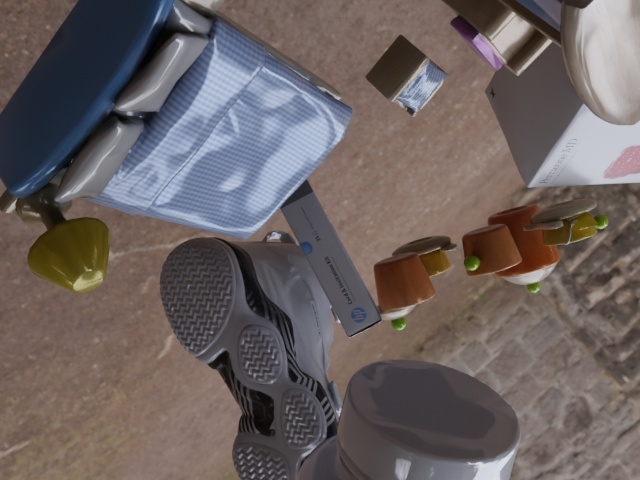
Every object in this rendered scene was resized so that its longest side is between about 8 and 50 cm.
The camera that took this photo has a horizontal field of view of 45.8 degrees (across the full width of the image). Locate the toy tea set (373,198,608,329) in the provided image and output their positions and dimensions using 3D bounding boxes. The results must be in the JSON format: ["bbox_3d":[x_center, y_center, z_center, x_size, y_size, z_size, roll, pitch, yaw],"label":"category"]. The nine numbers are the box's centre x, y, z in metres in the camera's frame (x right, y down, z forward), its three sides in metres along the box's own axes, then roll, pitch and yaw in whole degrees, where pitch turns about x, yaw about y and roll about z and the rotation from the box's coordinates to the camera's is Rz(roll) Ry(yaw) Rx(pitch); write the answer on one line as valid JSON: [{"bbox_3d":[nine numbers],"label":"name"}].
[{"bbox_3d":[0.216,0.044,1.026,0.336,0.124,0.200,-18,-175,-10],"label":"toy tea set"}]

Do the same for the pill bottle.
[{"bbox_3d":[0.033,0.161,0.372,0.108,0.108,0.193,-16,124,-51],"label":"pill bottle"}]

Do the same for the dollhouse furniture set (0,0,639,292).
[{"bbox_3d":[0.024,-0.051,0.444,0.303,0.198,0.286,-47,151,14],"label":"dollhouse furniture set"}]

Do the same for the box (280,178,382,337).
[{"bbox_3d":[0.000,0.000,0.734,0.038,0.186,0.145,-29,176,1],"label":"box"}]

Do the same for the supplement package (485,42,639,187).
[{"bbox_3d":[0.394,-0.189,0.960,0.293,0.175,0.177,-4,147,-16],"label":"supplement package"}]

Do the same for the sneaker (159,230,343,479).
[{"bbox_3d":[-0.018,0.147,0.856,0.137,0.365,0.210,-33,172,33],"label":"sneaker"}]
